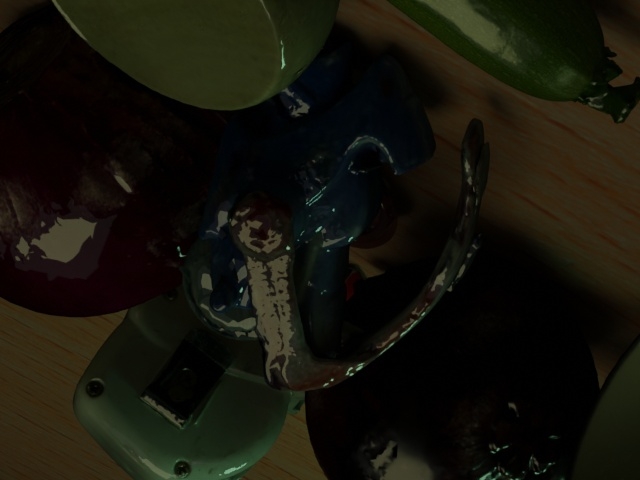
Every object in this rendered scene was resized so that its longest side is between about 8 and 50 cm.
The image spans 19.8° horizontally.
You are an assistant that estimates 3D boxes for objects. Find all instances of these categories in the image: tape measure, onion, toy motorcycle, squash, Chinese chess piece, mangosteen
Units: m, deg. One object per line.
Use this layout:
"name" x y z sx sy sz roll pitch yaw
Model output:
"tape measure" -0.148 0.178 2.174 0.243 0.246 0.125 33 153 0
"onion" -0.224 -0.059 1.726 0.337 0.260 0.282 7 145 37
"toy motorcycle" 0.014 -0.037 1.592 0.241 0.319 0.182 7 -155 -13
"squash" 0.081 -0.204 1.299 0.379 0.101 0.101 36 155 -13
"Chinese chess piece" -0.104 -0.216 1.420 0.250 0.101 0.250 24 148 16
"mangosteen" 0.117 0.156 1.782 0.293 0.297 0.297 1 146 41

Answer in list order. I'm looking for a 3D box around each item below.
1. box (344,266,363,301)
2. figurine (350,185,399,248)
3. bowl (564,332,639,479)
"box" -0.041 0.061 2.034 0.229 0.050 0.123 8 153 35
"figurine" -0.003 -0.005 1.755 0.126 0.157 0.114 36 176 -34
"bowl" 0.385 0.220 1.581 0.185 0.354 0.354 27 158 -23
